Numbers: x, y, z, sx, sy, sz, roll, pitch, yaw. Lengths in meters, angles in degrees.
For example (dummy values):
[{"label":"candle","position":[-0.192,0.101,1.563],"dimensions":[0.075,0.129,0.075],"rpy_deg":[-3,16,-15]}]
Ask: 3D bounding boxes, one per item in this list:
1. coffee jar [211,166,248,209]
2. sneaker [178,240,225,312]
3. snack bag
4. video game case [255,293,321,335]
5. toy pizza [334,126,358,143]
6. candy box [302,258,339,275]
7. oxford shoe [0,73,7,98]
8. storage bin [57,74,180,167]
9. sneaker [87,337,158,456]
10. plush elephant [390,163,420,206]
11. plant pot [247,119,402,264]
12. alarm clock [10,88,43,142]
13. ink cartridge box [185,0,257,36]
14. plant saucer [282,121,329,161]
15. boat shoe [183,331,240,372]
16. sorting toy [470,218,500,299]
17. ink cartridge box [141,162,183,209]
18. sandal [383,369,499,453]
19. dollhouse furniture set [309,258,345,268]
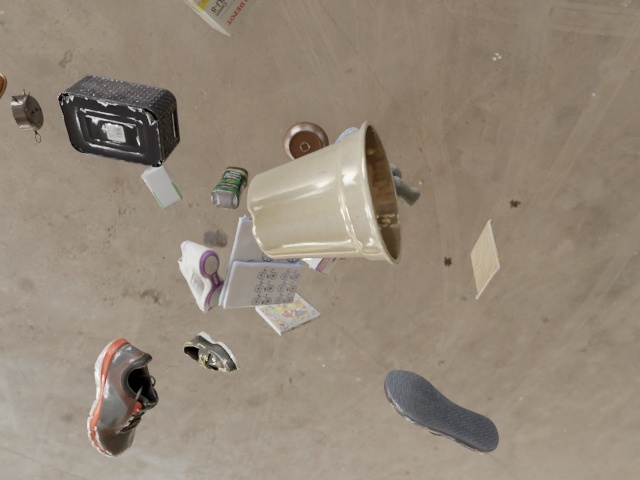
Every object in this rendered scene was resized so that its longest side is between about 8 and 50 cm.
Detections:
[{"label":"coffee jar","position":[-0.309,-0.187,1.536],"dimensions":[0.096,0.184,0.079],"rpy_deg":[7,126,0]},{"label":"sneaker","position":[-0.418,0.124,1.563],"dimensions":[0.152,0.114,0.305],"rpy_deg":[26,133,25]},{"label":"snack bag","position":[-0.190,0.085,1.623],"dimensions":[0.323,0.037,0.342],"rpy_deg":[5,106,-41]},{"label":"video game case","position":[-0.146,0.318,1.967],"dimensions":[0.207,0.227,0.026],"rpy_deg":[-19,123,-30]},{"label":"toy pizza","position":[0.092,-0.340,1.705],"dimensions":[0.032,0.201,0.201],"rpy_deg":[23,119,-26]},{"label":"candy box","position":[0.027,0.040,1.687],"dimensions":[0.164,0.070,0.196],"rpy_deg":[-54,161,-1]},{"label":"oxford shoe","position":[-0.943,-0.382,1.187],"dimensions":[0.212,0.076,0.076],"rpy_deg":[-40,83,-5]},{"label":"storage bin","position":[-0.365,-0.219,0.819],"dimensions":[0.180,0.084,0.122],"rpy_deg":[12,132,2]},{"label":"sneaker","position":[-0.224,0.194,0.517],"dimensions":[0.065,0.061,0.157],"rpy_deg":[14,112,13]},{"label":"plush elephant","position":[0.125,-0.181,1.517],"dimensions":[0.271,0.255,0.330],"rpy_deg":[-52,134,-4]},{"label":"plant pot","position":[0.008,-0.086,1.064],"dimensions":[0.306,0.333,0.333],"rpy_deg":[-10,126,19]},{"label":"alarm clock","position":[-1.079,-0.456,1.650],"dimensions":[0.064,0.129,0.191],"rpy_deg":[-6,123,-8]},{"label":"ink cartridge box","position":[-0.204,-0.483,0.791],"dimensions":[0.128,0.127,0.176],"rpy_deg":[-50,132,8]},{"label":"plant saucer","position":[-0.063,-0.402,1.884],"dimensions":[0.199,0.036,0.198],"rpy_deg":[1,122,1]},{"label":"boat shoe","position":[-0.285,0.302,1.150],"dimensions":[0.069,0.228,0.081],"rpy_deg":[-30,111,-32]},{"label":"sorting toy","position":[0.546,0.065,1.459],"dimensions":[0.038,0.208,0.193],"rpy_deg":[7,145,3]},{"label":"ink cartridge box","position":[-0.631,-0.226,1.782],"dimensions":[0.093,0.212,0.154],"rpy_deg":[-30,112,-6]},{"label":"sandal","position":[0.235,0.357,0.900],"dimensions":[0.255,0.097,0.054],"rpy_deg":[31,135,3]},{"label":"dollhouse furniture set","position":[0.000,0.000,2.155],"dimensions":[0.212,0.241,0.161],"rpy_deg":[-23,168,37]}]
